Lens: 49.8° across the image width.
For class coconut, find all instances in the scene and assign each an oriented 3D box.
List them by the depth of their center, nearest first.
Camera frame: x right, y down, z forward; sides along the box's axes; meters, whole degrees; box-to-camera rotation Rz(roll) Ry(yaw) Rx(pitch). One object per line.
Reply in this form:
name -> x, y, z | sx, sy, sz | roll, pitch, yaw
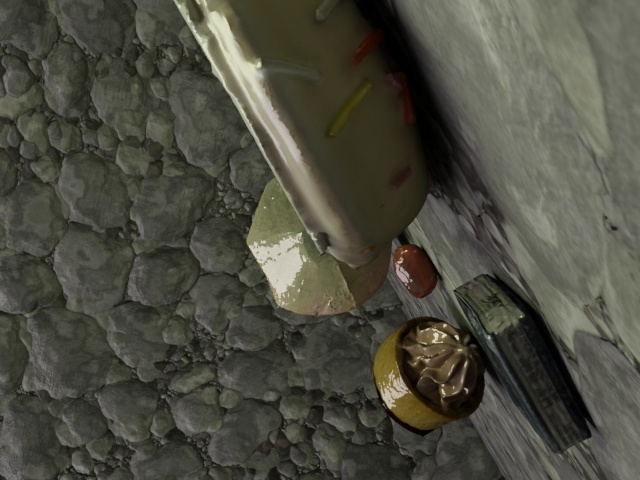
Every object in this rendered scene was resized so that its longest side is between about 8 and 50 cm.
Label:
coconut -> 0.000, 0.000, 1.350 | 0.297, 0.298, 0.309 | 60, -179, 7

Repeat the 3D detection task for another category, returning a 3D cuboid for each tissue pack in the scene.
tissue pack -> 0.195, 0.117, 0.679 | 0.156, 0.051, 0.112 | 59, -178, -19

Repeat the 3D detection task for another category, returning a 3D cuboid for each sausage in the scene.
sausage -> 0.156, 0.050, 1.143 | 0.059, 0.054, 0.094 | -23, 102, 50

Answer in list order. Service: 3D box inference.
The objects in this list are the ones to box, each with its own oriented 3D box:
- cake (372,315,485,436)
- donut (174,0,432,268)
cake -> 0.213, 0.222, 1.191 | 0.208, 0.178, 0.185 | 43, -134, -16
donut -> -0.019, -0.155, 0.675 | 0.382, 0.142, 0.382 | 59, 180, 0
